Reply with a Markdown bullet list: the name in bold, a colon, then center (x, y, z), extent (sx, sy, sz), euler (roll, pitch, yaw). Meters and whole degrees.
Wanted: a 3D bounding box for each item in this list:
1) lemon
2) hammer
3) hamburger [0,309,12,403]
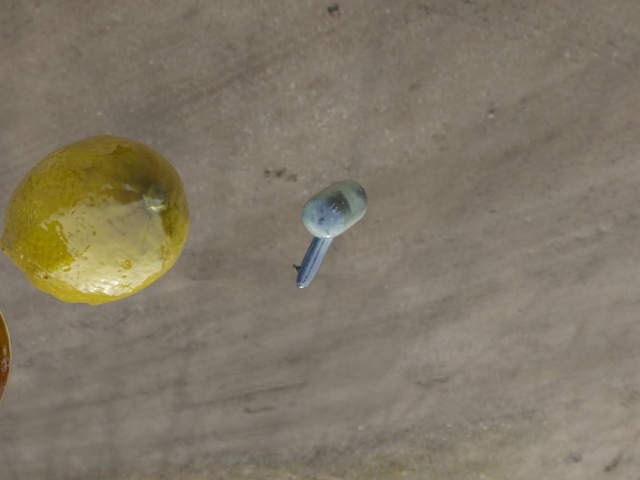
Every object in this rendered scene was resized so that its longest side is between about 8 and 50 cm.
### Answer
- **lemon**: center (-0.333, -0.027, 1.177), extent (0.320, 0.245, 0.245), euler (-17, 143, 39)
- **hammer**: center (0.000, 0.000, 1.206), extent (0.070, 0.116, 0.193), euler (34, 124, 13)
- **hamburger**: center (-0.554, 0.155, 1.020), extent (0.212, 0.274, 0.274), euler (-5, 149, 40)
